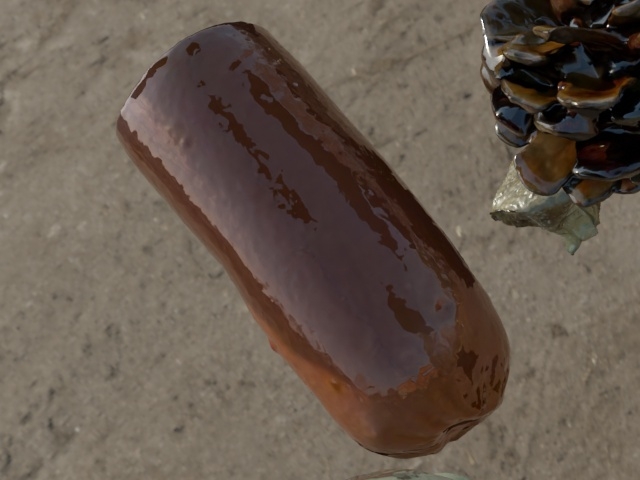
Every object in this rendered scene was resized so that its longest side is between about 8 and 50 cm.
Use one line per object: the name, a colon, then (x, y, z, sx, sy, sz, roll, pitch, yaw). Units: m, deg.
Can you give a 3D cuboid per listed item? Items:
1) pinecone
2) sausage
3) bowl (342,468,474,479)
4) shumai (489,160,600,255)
pinecone: (0.191, -0.125, 0.651, 0.179, 0.204, 0.184, -10, 74, 9)
sausage: (0.000, 0.000, 0.564, 0.113, 0.113, 0.259, -38, 76, -5)
bowl: (0.129, 0.361, 1.136, 0.337, 0.337, 0.157, 6, 32, 35)
shumai: (0.283, -0.042, 1.249, 0.145, 0.116, 0.145, -29, 24, 14)
